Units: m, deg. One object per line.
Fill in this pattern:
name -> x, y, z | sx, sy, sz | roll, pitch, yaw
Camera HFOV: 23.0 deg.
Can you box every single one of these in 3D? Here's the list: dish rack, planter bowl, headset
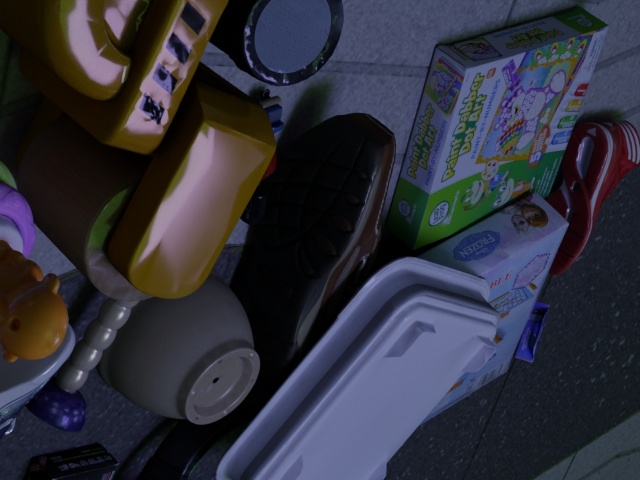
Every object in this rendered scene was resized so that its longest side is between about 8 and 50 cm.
dish rack -> 0.060, 0.176, 1.747 | 0.333, 0.072, 0.285 | -50, 152, 13
planter bowl -> -0.130, 0.119, 1.602 | 0.162, 0.109, 0.162 | -33, 145, -26
headset -> -0.139, 0.369, 1.783 | 0.394, 0.185, 0.243 | -60, 148, -4

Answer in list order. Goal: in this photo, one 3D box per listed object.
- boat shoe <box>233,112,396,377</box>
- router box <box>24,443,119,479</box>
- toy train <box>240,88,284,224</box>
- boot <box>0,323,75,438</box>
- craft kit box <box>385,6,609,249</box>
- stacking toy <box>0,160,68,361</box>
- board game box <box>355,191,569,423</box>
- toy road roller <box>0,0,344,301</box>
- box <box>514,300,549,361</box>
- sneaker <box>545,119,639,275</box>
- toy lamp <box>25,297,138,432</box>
boat shoe -> 0.000, 0.000, 1.648 | 0.120, 0.122, 0.324 | -21, 147, -46
router box -> -0.275, 0.277, 1.655 | 0.092, 0.038, 0.122 | -5, 127, -49
toy train -> -0.061, -0.079, 1.549 | 0.027, 0.036, 0.158 | -24, 140, -36
boot -> -0.303, 0.146, 1.467 | 0.190, 0.069, 0.086 | -35, 154, -8
craft kit box -> 0.203, -0.131, 1.810 | 0.247, 0.061, 0.249 | -19, 137, -36
stacking toy -> -0.266, -0.015, 1.104 | 0.175, 0.302, 0.166 | -57, 148, 10
board game box -> 0.133, 0.121, 1.927 | 0.319, 0.066, 0.318 | -27, 151, -30
toy road roller -> -0.166, -0.135, 1.216 | 0.241, 0.202, 0.329 | 15, 106, -43
box -> 0.283, 0.120, 2.122 | 0.136, 0.028, 0.081 | 18, 89, -83
sneaker -> 0.362, -0.057, 2.056 | 0.128, 0.087, 0.221 | -14, 135, -42
toy lamp -> -0.187, 0.054, 1.493 | 0.274, 0.080, 0.080 | -57, 148, 10
